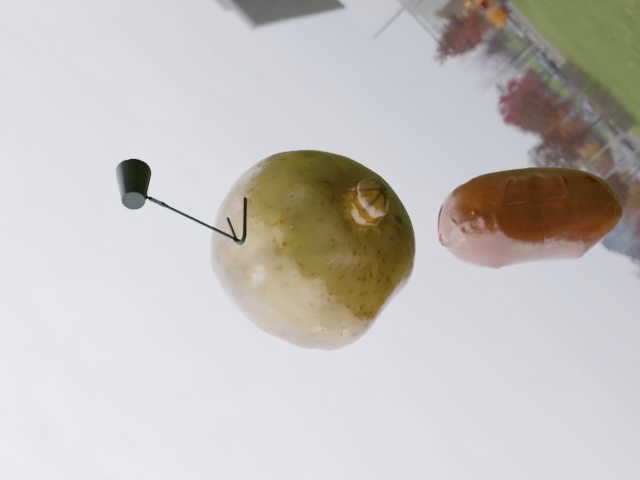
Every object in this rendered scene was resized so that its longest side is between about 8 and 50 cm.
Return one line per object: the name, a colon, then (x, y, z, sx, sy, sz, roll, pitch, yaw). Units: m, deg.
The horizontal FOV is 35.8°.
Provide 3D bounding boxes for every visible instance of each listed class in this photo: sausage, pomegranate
sausage: (0.275, -0.034, 1.303, 0.259, 0.133, 0.133, -5, -140, -17)
pomegranate: (0.000, 0.000, 1.799, 0.410, 0.410, 0.410, 42, -164, -16)

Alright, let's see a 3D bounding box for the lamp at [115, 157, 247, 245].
lamp: (-0.125, -0.031, 0.883, 0.121, 0.041, 0.054, 17, -143, -22)
